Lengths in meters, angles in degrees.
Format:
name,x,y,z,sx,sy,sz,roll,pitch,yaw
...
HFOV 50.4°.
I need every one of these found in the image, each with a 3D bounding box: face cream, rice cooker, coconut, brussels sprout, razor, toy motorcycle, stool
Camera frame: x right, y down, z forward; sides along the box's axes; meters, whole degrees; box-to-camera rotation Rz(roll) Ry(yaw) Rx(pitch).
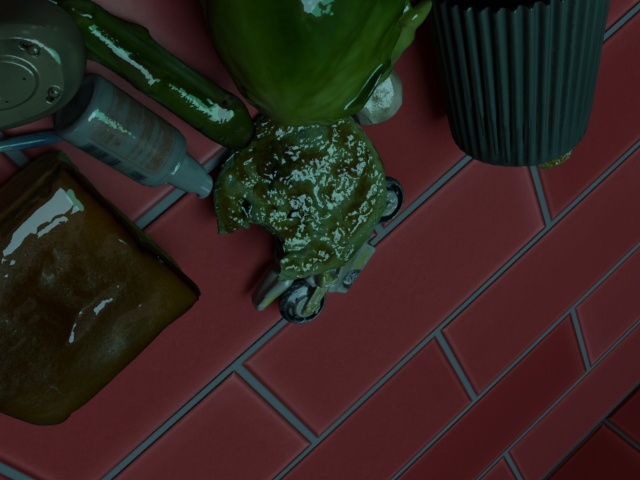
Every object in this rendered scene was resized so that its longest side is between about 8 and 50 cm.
name,x,y,z,sx,sy,sz,roll,pitch,yaw
face cream,-0.249,-0.132,0.980,0.101,0.101,0.252,-53,136,4
rice cooker,-0.379,-0.205,0.799,0.207,0.127,0.145,-20,132,-9
coconut,0.085,-0.247,1.153,0.110,0.110,0.124,-44,128,-5
brussels sprout,-0.024,-0.343,0.902,0.315,0.276,0.371,-11,132,-47
razor,-0.401,-0.131,0.907,0.135,0.068,0.040,-22,133,-40
toy motorcycle,0.000,0.000,1.251,0.223,0.108,0.340,29,100,-38
stool,0.335,-0.325,1.171,0.297,0.297,0.330,-33,137,-15

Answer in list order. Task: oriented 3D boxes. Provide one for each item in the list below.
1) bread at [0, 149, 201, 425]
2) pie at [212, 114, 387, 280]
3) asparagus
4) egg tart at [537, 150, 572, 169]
name,x,y,z,sx,sy,sz,roll,pitch,yaw
bread,-0.389,0.081,0.986,0.333,0.143,0.323,-45,134,-4
pie,-0.026,-0.082,1.134,0.303,0.067,0.302,-1,96,-12
asparagus,-0.230,-0.233,0.941,0.082,0.085,0.343,-38,132,25
egg tart,0.529,-0.220,1.546,0.129,0.049,0.128,-22,135,-24
